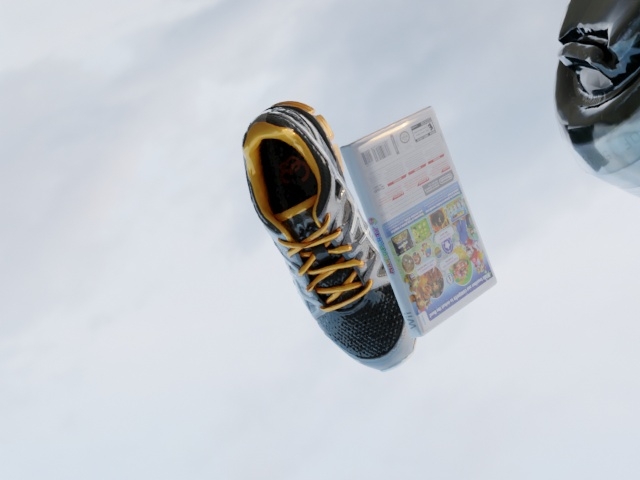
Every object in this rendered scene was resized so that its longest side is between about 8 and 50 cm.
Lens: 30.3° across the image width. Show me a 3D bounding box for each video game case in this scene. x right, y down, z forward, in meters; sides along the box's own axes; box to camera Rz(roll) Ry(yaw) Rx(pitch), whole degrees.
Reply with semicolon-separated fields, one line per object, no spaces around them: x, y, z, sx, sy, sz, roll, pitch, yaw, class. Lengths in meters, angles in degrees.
0.062;-0.013;0.720;0.011;0.122;0.087;-14;-170;44;video game case

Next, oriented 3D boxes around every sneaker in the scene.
0.000;0.000;0.854;0.084;0.215;0.083;-30;177;15;sneaker

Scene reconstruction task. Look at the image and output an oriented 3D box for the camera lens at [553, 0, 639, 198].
0.274;-0.090;0.593;0.219;0.274;0.219;-156;-90;-82;camera lens
